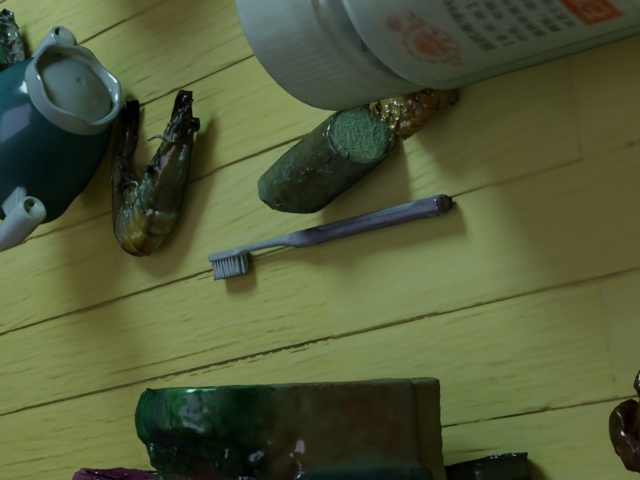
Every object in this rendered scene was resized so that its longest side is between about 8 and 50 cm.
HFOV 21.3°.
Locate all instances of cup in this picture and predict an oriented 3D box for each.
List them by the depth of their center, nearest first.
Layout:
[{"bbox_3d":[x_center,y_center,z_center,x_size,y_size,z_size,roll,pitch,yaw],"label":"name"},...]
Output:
[{"bbox_3d":[-0.308,-0.127,1.888,0.173,0.167,0.299,-43,33,39],"label":"cup"}]

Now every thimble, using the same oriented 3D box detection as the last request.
[{"bbox_3d":[-0.423,-0.215,2.050,0.135,0.118,0.090,-36,66,45],"label":"thimble"}]

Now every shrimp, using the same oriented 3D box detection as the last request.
[{"bbox_3d":[-0.186,-0.088,1.836,0.150,0.051,0.217,57,134,41],"label":"shrimp"}]

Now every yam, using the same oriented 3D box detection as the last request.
[{"bbox_3d":[0.005,-0.070,1.595,0.146,0.070,0.069,-38,63,42],"label":"yam"}]

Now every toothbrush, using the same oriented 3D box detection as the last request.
[{"bbox_3d":[0.000,0.000,1.636,0.354,0.024,0.029,-14,86,49],"label":"toothbrush"}]

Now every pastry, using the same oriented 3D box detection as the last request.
[{"bbox_3d":[0.062,-0.151,1.533,0.080,0.056,0.140,-46,58,19],"label":"pastry"}]

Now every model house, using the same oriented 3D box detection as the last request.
[{"bbox_3d":[-0.025,0.261,1.463,0.312,0.245,0.280,156,112,-75],"label":"model house"}]

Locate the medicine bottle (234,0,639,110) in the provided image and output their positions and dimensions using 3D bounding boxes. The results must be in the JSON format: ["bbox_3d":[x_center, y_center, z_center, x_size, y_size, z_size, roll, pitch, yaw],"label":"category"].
[{"bbox_3d":[0.123,-0.231,1.320,0.371,0.211,0.211,-12,82,44],"label":"medicine bottle"}]

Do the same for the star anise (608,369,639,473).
[{"bbox_3d":[0.282,0.172,1.260,0.196,0.111,0.212,-37,58,37],"label":"star anise"}]

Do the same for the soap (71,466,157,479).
[{"bbox_3d":[-0.226,0.357,1.868,0.162,0.099,0.250,46,125,47],"label":"soap"}]

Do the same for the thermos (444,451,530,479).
[{"bbox_3d":[0.158,0.275,1.436,0.073,0.083,0.187,156,106,-71],"label":"thermos"}]
